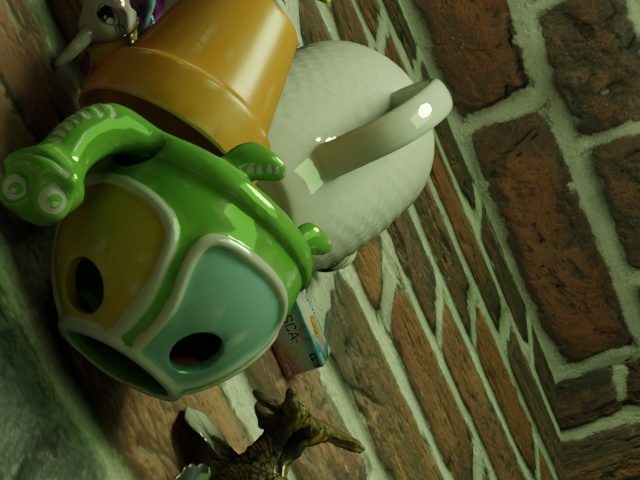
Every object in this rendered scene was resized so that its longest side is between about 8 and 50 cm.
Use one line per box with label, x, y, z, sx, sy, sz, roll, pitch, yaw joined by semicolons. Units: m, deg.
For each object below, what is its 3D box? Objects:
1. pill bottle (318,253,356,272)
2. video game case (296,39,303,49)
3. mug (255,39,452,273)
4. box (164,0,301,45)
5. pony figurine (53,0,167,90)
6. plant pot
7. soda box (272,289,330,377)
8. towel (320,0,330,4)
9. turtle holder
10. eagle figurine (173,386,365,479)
pill bottle;0.000;0.000;2.036;0.169;0.094;0.094;26;47;-68
video game case;-0.096;-0.243;1.936;0.183;0.023;0.201;10;57;-32
mug;0.000;-0.107;1.646;0.276;0.374;0.328;63;32;-7
box;-0.132;-0.339;1.807;0.119;0.182;0.181;57;21;-43
pony figurine;-0.191;-0.378;1.502;0.351;0.303;0.363;-29;125;-50
plant pot;-0.122;-0.170;1.382;0.188;0.205;0.205;-60;142;-21
soda box;-0.049;0.095;1.819;0.058;0.063;0.183;-60;130;-69
towel;-0.086;-0.376;1.656;0.021;0.237;0.102;-42;142;-40
turtle holder;-0.148;0.013;1.249;0.227;0.243;0.320;-60;163;-21
eagle figurine;-0.066;0.312;1.385;0.226;0.225;0.298;25;70;-13
